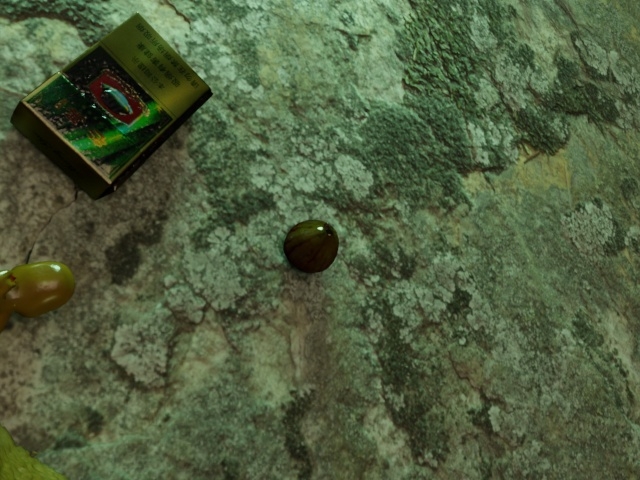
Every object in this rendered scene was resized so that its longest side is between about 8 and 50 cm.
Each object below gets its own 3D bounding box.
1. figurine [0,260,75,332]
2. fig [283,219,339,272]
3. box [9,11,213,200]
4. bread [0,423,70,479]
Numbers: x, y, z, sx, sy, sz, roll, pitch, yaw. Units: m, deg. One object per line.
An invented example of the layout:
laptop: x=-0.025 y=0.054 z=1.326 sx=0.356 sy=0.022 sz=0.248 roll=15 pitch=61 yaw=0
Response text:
figurine: x=-0.363 y=0.060 z=0.747 sx=0.176 sy=0.122 sz=0.121 roll=-15 pitch=81 yaw=-37
fig: x=0.000 y=0.000 z=1.029 sx=0.089 sy=0.125 sz=0.089 roll=11 pitch=67 yaw=-27
box: x=-0.282 y=-0.189 z=0.928 sx=0.159 sy=0.071 sz=0.240 roll=46 pitch=54 yaw=-17
bread: x=-0.314 y=0.311 z=0.546 sx=0.361 sy=0.394 sz=0.250 roll=47 pitch=69 yaw=-17
